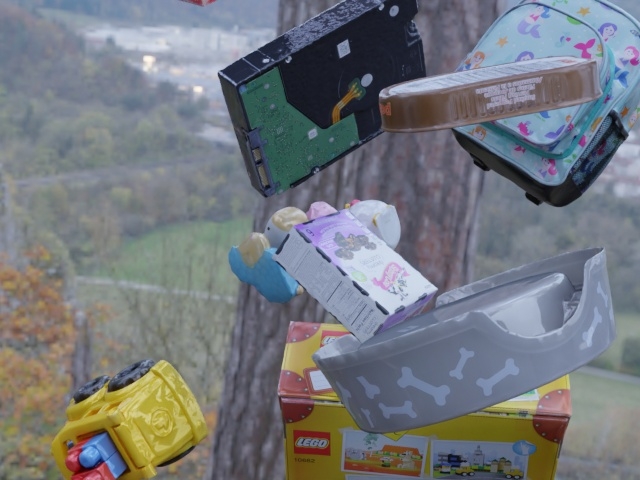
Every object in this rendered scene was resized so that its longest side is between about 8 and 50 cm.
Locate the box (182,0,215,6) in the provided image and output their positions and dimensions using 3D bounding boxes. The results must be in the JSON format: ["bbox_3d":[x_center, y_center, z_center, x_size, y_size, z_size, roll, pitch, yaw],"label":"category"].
[{"bbox_3d":[-0.238,-0.485,1.627,0.142,0.154,0.300,-34,40,-29],"label":"box"}]

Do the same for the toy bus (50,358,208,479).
[{"bbox_3d":[-0.308,0.294,1.475,0.220,0.149,0.211,-21,13,35],"label":"toy bus"}]

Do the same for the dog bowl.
[{"bbox_3d":[0.169,0.114,1.154,0.349,0.102,0.349,-21,-2,-1],"label":"dog bowl"}]

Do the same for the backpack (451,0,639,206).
[{"bbox_3d":[0.305,-0.204,1.344,0.225,0.253,0.191,38,-5,30],"label":"backpack"}]

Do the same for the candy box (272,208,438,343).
[{"bbox_3d":[0.054,0.051,1.521,0.196,0.070,0.165,42,28,16],"label":"candy box"}]

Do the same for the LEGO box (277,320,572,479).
[{"bbox_3d":[0.183,0.357,1.907,0.501,0.372,0.193,4,41,5],"label":"LEGO box"}]

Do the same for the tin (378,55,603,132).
[{"bbox_3d":[0.142,-0.124,0.858,0.190,0.040,0.106,-11,18,-7],"label":"tin"}]

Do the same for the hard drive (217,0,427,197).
[{"bbox_3d":[0.015,-0.240,1.613,0.339,0.236,0.064,-34,46,-18],"label":"hard drive"}]

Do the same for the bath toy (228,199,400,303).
[{"bbox_3d":[0.000,0.000,1.813,0.129,0.151,0.348,-7,9,42],"label":"bath toy"}]
